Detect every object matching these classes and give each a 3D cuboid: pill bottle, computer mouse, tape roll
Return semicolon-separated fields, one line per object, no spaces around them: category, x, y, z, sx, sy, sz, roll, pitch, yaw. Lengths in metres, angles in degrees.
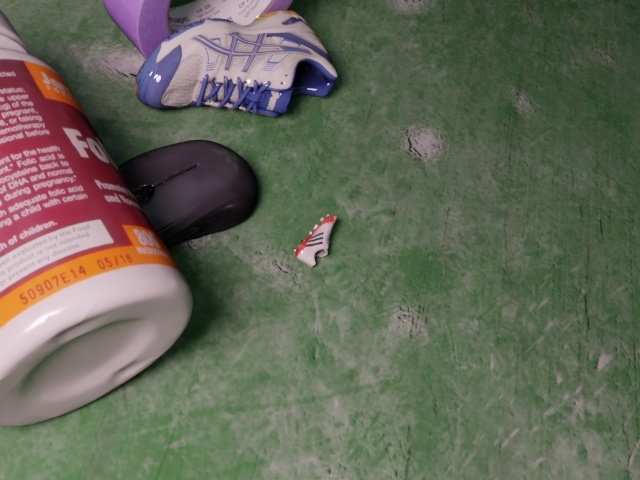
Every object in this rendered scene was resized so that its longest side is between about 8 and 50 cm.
pill bottle;-0.310;-0.041;0.839;0.224;0.224;0.392;-21;67;-33
computer mouse;-0.177;-0.048;1.007;0.272;0.072;0.188;-30;69;-37
tape roll;-0.144;-0.349;1.121;0.275;0.275;0.090;-27;67;-36

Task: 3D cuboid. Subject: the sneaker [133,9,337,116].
sneaker;-0.100;-0.223;1.151;0.296;0.112;0.131;-26;69;-34

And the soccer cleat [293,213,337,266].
soccer cleat;0.000;0.000;1.073;0.035;0.029;0.083;42;53;1
